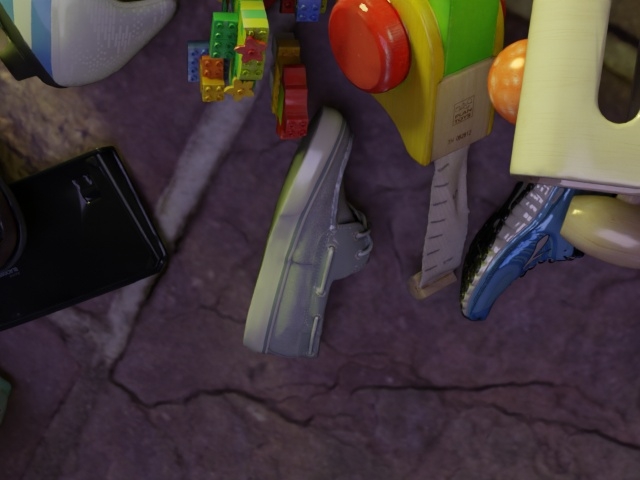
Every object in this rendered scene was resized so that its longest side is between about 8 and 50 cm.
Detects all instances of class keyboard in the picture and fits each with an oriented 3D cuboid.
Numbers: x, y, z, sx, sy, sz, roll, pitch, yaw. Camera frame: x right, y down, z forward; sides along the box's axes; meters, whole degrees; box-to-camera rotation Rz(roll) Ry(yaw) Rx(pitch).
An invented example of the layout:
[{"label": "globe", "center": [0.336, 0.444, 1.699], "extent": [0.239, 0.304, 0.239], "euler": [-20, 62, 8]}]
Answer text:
[{"label": "keyboard", "center": [-0.304, -0.014, 0.907], "extent": [0.317, 0.033, 0.201], "euler": [-19, 111, 20]}]

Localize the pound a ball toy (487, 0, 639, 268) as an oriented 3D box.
[{"label": "pound a ball toy", "center": [0.179, -0.142, 0.649], "extent": [0.136, 0.208, 0.319], "euler": [9, 93, 12]}]

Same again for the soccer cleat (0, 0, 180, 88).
[{"label": "soccer cleat", "center": [-0.216, -0.269, 0.728], "extent": [0.143, 0.116, 0.331], "euler": [-26, 110, 6]}]

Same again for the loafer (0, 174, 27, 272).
[{"label": "loafer", "center": [-0.366, -0.077, 0.822], "extent": [0.302, 0.095, 0.109], "euler": [44, 111, 3]}]

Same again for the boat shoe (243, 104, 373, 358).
[{"label": "boat shoe", "center": [0.000, 0.001, 0.823], "extent": [0.081, 0.079, 0.227], "euler": [15, 123, -5]}]

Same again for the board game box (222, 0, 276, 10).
[{"label": "board game box", "center": [-0.001, -0.262, 0.681], "extent": [0.259, 0.039, 0.124], "euler": [-40, 134, 24]}]

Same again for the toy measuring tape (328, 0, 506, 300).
[{"label": "toy measuring tape", "center": [0.064, -0.103, 0.750], "extent": [0.122, 0.121, 0.330], "euler": [8, 135, 9]}]

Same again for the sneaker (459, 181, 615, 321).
[{"label": "sneaker", "center": [0.162, 0.005, 0.790], "extent": [0.073, 0.063, 0.162], "euler": [30, 119, -6]}]

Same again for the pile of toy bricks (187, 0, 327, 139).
[{"label": "pile of toy bricks", "center": [-0.049, -0.147, 0.690], "extent": [0.118, 0.105, 0.212], "euler": [-3, 138, -11]}]

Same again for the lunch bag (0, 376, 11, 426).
[{"label": "lunch bag", "center": [-0.419, 0.241, 0.939], "extent": [0.160, 0.223, 0.262], "euler": [35, 123, -24]}]
